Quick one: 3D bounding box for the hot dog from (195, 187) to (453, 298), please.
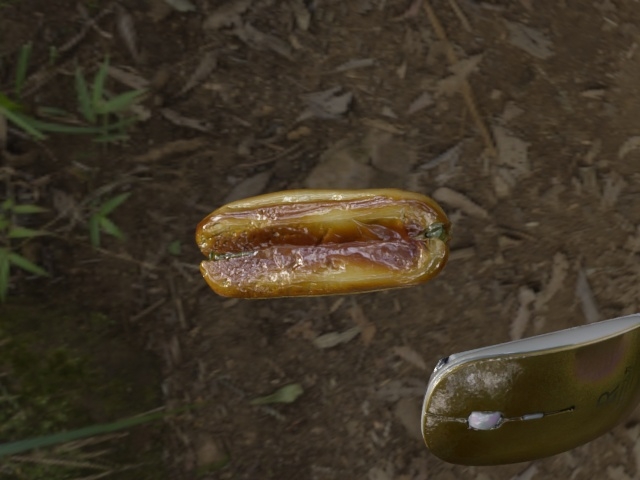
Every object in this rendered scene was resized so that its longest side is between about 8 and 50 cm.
[{"bbox_3d":[0.000,0.000,1.116,0.249,0.068,0.100,-3,101,19],"label":"hot dog"}]

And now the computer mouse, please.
[{"bbox_3d":[0.202,0.130,1.054,0.056,0.245,0.126,-127,36,-49],"label":"computer mouse"}]
